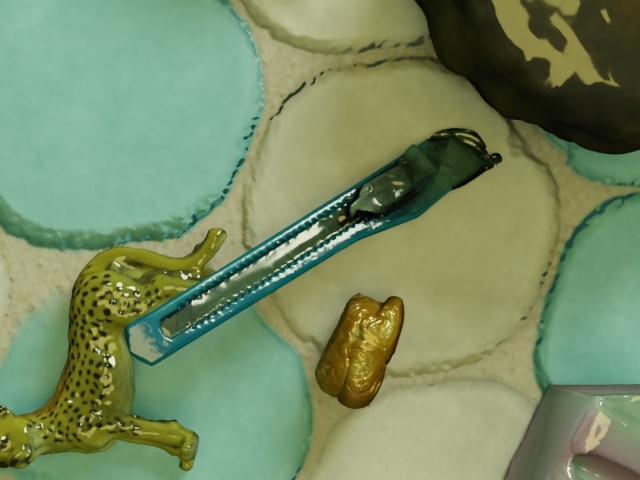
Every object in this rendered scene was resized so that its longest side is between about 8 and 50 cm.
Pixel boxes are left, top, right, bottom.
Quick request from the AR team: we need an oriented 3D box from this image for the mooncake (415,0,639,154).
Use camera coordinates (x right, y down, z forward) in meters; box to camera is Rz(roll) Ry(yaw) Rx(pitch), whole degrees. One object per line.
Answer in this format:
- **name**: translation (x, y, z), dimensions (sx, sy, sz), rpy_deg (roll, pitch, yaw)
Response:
- **mooncake**: translation (0.196, -0.197, 0.872), dimensions (0.290, 0.161, 0.290), rpy_deg (0, 94, -7)

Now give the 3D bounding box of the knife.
- **knife**: translation (0.001, 0.000, 0.894), dimensions (0.296, 0.026, 0.044), rpy_deg (-32, 92, -21)

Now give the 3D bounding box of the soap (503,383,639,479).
- **soap**: translation (0.295, 0.203, 0.925), dimensions (0.324, 0.109, 0.193), rpy_deg (25, 91, -5)

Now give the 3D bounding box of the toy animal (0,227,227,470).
- **toy animal**: translation (-0.139, 0.071, 0.899), dimensions (0.136, 0.073, 0.181), rpy_deg (10, 90, -4)

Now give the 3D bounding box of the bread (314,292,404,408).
- **bread**: translation (0.027, 0.074, 0.911), dimensions (0.046, 0.081, 0.083), rpy_deg (25, 58, 3)
